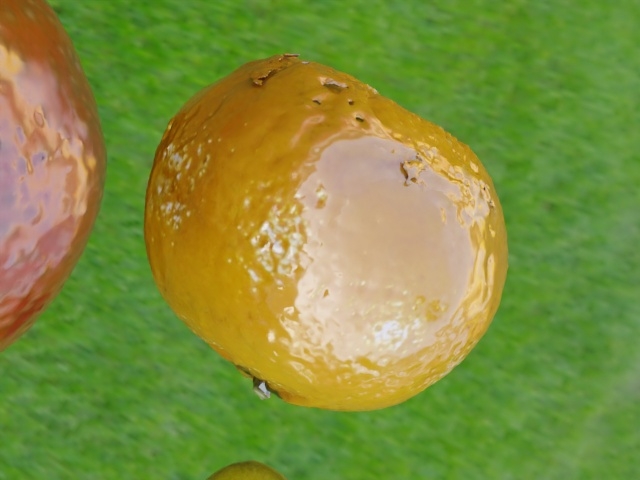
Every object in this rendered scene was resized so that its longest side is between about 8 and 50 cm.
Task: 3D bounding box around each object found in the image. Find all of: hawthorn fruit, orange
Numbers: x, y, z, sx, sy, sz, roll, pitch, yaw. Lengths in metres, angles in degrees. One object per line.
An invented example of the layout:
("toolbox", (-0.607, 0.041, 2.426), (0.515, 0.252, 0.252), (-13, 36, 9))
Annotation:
("hawthorn fruit", (-0.267, -0.053, 1.150), (0.275, 0.275, 0.300), (-64, 164, -3))
("orange", (0.000, 0.000, 0.966), (0.161, 0.193, 0.193), (-52, 133, 1))

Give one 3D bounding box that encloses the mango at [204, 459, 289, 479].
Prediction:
("mango", (-0.047, 0.262, 1.476), (0.137, 0.195, 0.098), (0, 153, -10))
